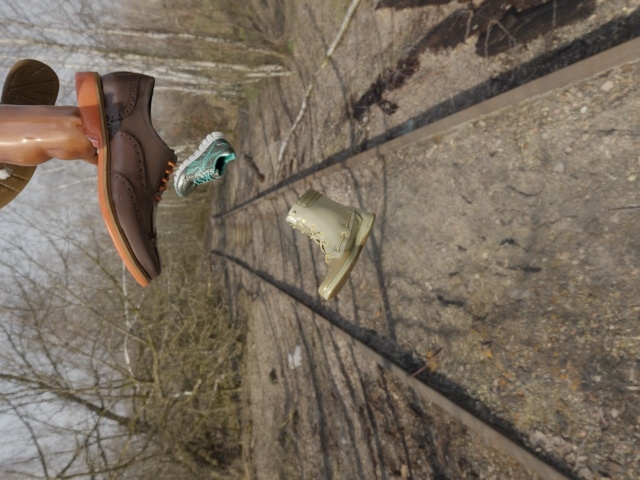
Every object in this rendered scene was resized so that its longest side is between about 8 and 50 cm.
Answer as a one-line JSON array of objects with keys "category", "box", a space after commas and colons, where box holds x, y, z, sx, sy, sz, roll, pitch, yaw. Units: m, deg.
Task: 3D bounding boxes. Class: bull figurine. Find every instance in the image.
[{"category": "bull figurine", "box": [-0.509, -0.170, 0.706, 0.188, 0.310, 0.101, 121, 152, -78]}]

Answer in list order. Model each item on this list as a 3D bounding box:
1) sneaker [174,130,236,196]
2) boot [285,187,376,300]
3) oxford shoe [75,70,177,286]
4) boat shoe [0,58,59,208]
[{"category": "sneaker", "box": [-0.248, -0.153, 0.921, 0.076, 0.065, 0.166, 44, 101, 21]}, {"category": "boot", "box": [0.000, 0.000, 1.049, 0.262, 0.203, 0.095, -61, -7, -26]}, {"category": "oxford shoe", "box": [-0.226, -0.076, 0.541, 0.097, 0.098, 0.271, -158, 58, -68]}, {"category": "boat shoe", "box": [-0.672, -0.225, 0.932, 0.123, 0.123, 0.342, 21, 89, 57]}]
